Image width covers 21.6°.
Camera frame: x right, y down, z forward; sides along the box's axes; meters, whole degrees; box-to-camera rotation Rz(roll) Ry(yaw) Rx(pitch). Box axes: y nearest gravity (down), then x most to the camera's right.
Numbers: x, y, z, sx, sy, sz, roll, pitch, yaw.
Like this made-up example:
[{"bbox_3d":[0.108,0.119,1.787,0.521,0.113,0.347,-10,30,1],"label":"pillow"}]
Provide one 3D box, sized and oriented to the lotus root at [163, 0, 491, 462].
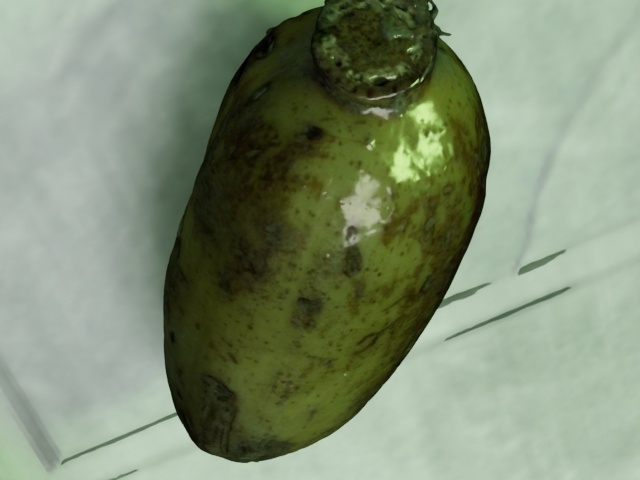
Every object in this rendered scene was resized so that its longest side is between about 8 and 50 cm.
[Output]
[{"bbox_3d":[0.000,0.000,0.490,0.081,0.089,0.179,19,134,-1],"label":"lotus root"}]
